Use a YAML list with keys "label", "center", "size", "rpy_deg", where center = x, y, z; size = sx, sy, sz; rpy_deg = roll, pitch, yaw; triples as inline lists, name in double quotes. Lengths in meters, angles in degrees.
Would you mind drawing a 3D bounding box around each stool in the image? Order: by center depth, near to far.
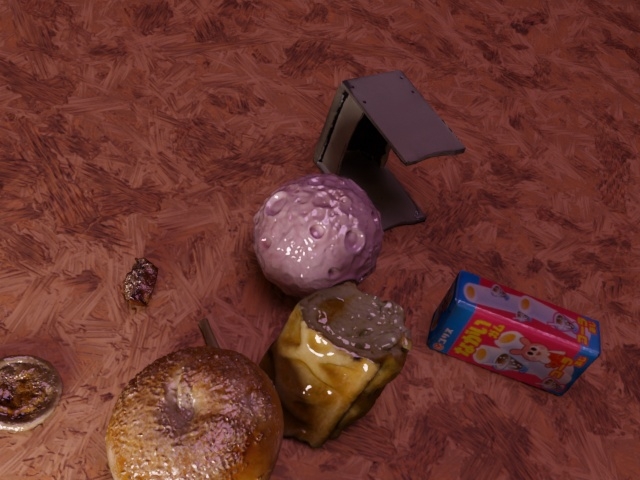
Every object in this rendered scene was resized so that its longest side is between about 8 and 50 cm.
- label: "stool"
  center: [0.142, -0.196, 1.899]
  size: [0.170, 0.243, 0.269]
  rpy_deg: [-17, 58, -31]

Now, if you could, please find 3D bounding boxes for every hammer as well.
- label: "hammer"
  center: [-0.187, 0.223, 1.559]
  size: [0.062, 0.013, 0.199]
  rpy_deg: [-34, 53, 5]

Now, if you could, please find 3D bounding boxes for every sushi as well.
- label: "sushi"
  center: [-0.343, 0.077, 1.617]
  size: [0.055, 0.052, 0.120]
  rpy_deg: [25, 47, -19]

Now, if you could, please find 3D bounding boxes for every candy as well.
- label: "candy"
  center: [0.385, 0.187, 1.714]
  size: [0.306, 0.157, 0.100]
  rpy_deg: [19, 46, -3]

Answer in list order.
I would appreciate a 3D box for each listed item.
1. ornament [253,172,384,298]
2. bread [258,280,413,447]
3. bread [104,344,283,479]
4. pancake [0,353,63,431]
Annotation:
- label: "ornament"
  center: [0.000, 0.000, 1.673]
  size: [0.259, 0.259, 0.225]
  rpy_deg: [-9, 61, -26]
- label: "bread"
  center: [0.020, 0.217, 1.500]
  size: [0.238, 0.252, 0.196]
  rpy_deg: [-18, 54, -37]
- label: "bread"
  center: [-0.204, 0.300, 1.371]
  size: [0.306, 0.158, 0.305]
  rpy_deg: [-2, 52, 3]
- label: "pancake"
  center: [-0.502, 0.252, 1.420]
  size: [0.152, 0.025, 0.151]
  rpy_deg: [11, 46, -12]
